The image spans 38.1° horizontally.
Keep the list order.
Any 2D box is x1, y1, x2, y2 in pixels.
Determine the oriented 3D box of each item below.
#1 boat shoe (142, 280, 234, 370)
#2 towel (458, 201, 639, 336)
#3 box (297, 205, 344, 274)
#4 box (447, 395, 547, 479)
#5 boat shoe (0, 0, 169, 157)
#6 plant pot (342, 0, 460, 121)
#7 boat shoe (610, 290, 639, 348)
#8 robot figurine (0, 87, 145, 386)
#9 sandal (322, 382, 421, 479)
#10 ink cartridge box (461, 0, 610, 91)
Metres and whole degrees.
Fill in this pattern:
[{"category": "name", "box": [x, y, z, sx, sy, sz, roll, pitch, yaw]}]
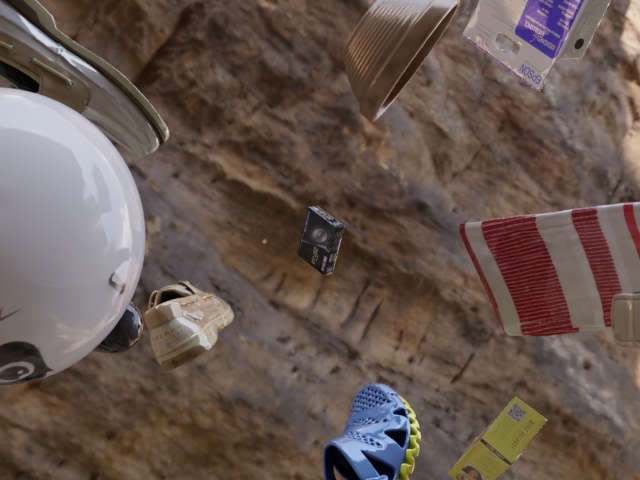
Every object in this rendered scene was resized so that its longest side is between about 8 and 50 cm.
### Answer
[{"category": "boat shoe", "box": [-0.224, 0.118, 1.549, 0.110, 0.121, 0.341, 62, 0, -6]}, {"category": "towel", "box": [0.385, 0.047, 1.318, 0.329, 0.037, 0.237, -6, -49, 29]}, {"category": "box", "box": [0.000, 0.000, 1.377, 0.067, 0.018, 0.083, 38, -54, 38]}, {"category": "box", "box": [0.256, 0.308, 1.364, 0.058, 0.087, 0.232, 39, -22, 14]}, {"category": "boat shoe", "box": [-0.328, -0.193, 1.144, 0.302, 0.103, 0.113, 40, -23, -20]}, {"category": "plant pot", "box": [0.113, -0.317, 1.494, 0.109, 0.237, 0.237, 38, -26, 2]}, {"category": "boat shoe", "box": [0.325, 0.079, 0.845, 0.065, 0.075, 0.206, -1, 2, 0]}, {"category": "robot figurine", "box": [-0.230, 0.003, 0.563, 0.278, 0.209, 0.174, -2, -81, 44]}, {"category": "sandal", "box": [0.062, 0.328, 1.364, 0.138, 0.317, 0.126, 37, -58, -20]}, {"category": "ink cartridge box", "box": [0.287, -0.319, 1.194, 0.045, 0.208, 0.206, 11, 27, -30]}]
